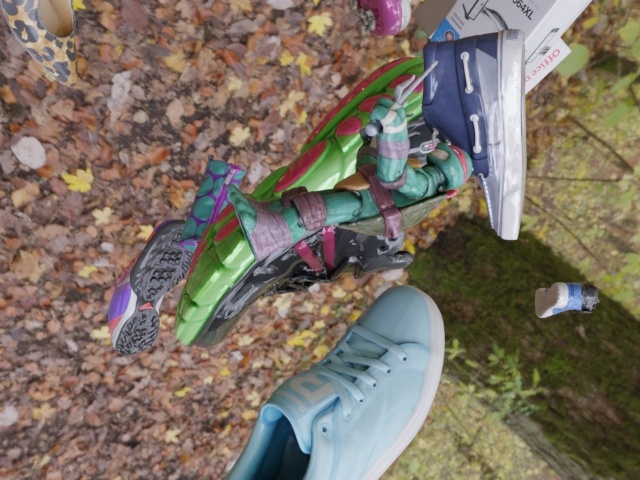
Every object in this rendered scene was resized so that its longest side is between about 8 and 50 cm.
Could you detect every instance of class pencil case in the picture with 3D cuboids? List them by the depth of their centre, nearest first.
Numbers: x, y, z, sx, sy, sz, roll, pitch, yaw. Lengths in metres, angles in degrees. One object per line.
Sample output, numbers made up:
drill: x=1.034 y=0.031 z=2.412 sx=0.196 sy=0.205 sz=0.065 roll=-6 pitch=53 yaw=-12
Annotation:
pencil case: x=-0.166 y=-0.051 z=0.922 sx=0.064 sy=0.070 sz=0.152 roll=23 pitch=70 yaw=-25

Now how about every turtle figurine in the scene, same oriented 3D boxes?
turtle figurine: x=0.042 y=-0.056 z=0.504 sx=0.234 sy=0.175 sz=0.118 roll=-22 pitch=87 yaw=-8

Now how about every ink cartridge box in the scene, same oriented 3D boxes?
ink cartridge box: x=0.288 y=-0.343 z=0.921 sx=0.086 sy=0.148 sz=0.203 roll=-9 pitch=148 yaw=-38
ink cartridge box: x=0.332 y=-0.408 z=1.174 sx=0.232 sy=0.168 sz=0.171 roll=35 pitch=115 yaw=-25

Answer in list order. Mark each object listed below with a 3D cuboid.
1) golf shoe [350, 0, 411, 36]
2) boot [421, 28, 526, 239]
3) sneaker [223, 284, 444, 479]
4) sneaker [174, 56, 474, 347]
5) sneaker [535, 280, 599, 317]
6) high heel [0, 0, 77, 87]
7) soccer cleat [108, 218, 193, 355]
golf shoe: x=0.096 y=-0.380 z=0.809 sx=0.140 sy=0.306 sz=0.115 roll=-9 pitch=137 yaw=-1
boot: x=0.142 y=-0.091 z=0.547 sx=0.069 sy=0.086 sz=0.190 roll=-46 pitch=133 yaw=-58
sneaker: x=0.018 y=0.182 z=0.642 sx=0.366 sy=0.135 sz=0.150 roll=-58 pitch=142 yaw=-22
sneaker: x=0.000 y=0.000 z=0.736 sx=0.483 sy=0.185 sz=0.202 roll=-39 pitch=114 yaw=20
sneaker: x=0.438 y=0.106 z=1.056 sx=0.152 sy=0.084 sz=0.058 roll=81 pitch=12 yaw=-73
high heel: x=-0.304 y=-0.318 z=0.755 sx=0.186 sy=0.093 sz=0.261 roll=0 pitch=128 yaw=9
soccer cleat: x=-0.331 y=0.072 z=1.117 sx=0.108 sy=0.116 sz=0.318 roll=-1 pitch=130 yaw=-43
